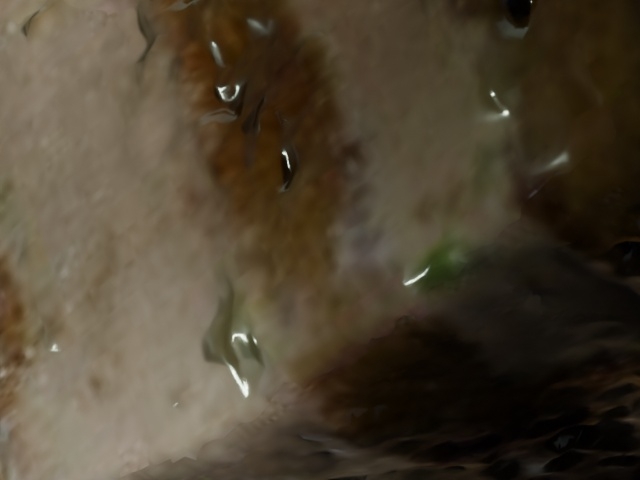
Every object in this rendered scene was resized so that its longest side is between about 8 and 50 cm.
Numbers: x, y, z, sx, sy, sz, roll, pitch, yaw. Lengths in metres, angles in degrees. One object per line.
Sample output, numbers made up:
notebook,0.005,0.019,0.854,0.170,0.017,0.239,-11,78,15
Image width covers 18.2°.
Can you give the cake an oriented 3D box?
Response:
cake,0.000,0.000,0.560,0.293,0.199,0.196,-33,149,21
